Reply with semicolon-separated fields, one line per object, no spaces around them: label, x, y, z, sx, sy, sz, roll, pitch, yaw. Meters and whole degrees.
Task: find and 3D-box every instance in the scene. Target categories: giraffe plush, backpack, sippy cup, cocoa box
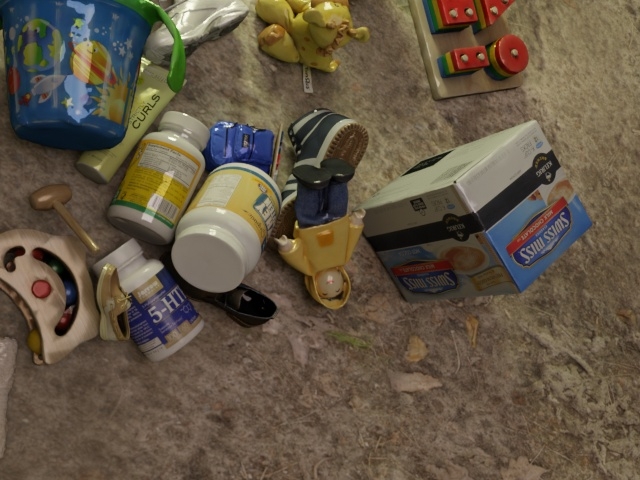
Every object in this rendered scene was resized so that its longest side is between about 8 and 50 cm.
giraffe plush;-0.007;-0.404;1.412;0.182;0.170;0.210;-22;93;-30
backpack;-0.148;-0.167;1.342;0.120;0.101;0.097;9;71;-24
sippy cup;-0.379;-0.262;1.149;0.240;0.306;0.223;9;78;-48
cocoa box;0.274;-0.040;1.409;0.231;0.347;0.227;-37;101;-27

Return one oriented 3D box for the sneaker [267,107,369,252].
sneaker;-0.031;-0.120;1.407;0.099;0.153;0.282;26;103;-38

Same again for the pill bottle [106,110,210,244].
pill bottle;-0.265;-0.107;1.258;0.118;0.118;0.208;28;71;-22

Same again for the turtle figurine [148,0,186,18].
turtle figurine;-0.338;-0.450;1.255;0.234;0.118;0.175;-13;55;-13

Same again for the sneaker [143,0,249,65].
sneaker;-0.243;-0.398;1.341;0.232;0.090;0.115;-41;96;-36

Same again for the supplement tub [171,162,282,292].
supplement tub;-0.156;-0.023;1.251;0.144;0.144;0.199;41;37;-17

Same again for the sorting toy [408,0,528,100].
sorting toy;0.344;-0.460;1.658;0.256;0.089;0.257;-14;89;-30

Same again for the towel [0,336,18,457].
towel;-0.590;0.217;1.072;0.282;0.049;0.187;9;79;-27

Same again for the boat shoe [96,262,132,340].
boat shoe;-0.311;0.096;1.141;0.045;0.135;0.050;9;32;6

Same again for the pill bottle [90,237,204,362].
pill bottle;-0.285;0.094;1.220;0.112;0.112;0.186;-40;102;-27

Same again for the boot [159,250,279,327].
boot;-0.169;0.078;1.288;0.219;0.106;0.082;33;69;-21

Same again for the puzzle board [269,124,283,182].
puzzle board;-0.084;-0.137;1.374;0.011;0.096;0.128;10;77;-6

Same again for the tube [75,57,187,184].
tube;-0.327;-0.207;1.274;0.070;0.062;0.240;47;60;-37

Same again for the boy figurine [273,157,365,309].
boy figurine;0.000;0.000;1.340;0.177;0.092;0.285;-14;121;-24

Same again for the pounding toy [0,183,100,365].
pounding toy;-0.423;0.053;1.125;0.154;0.155;0.269;-13;89;-34
